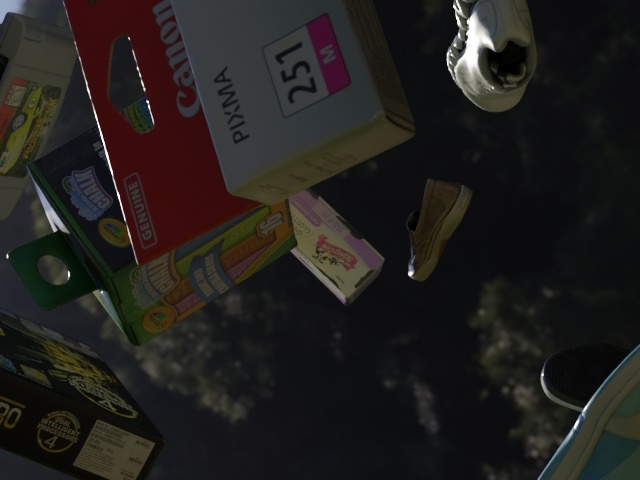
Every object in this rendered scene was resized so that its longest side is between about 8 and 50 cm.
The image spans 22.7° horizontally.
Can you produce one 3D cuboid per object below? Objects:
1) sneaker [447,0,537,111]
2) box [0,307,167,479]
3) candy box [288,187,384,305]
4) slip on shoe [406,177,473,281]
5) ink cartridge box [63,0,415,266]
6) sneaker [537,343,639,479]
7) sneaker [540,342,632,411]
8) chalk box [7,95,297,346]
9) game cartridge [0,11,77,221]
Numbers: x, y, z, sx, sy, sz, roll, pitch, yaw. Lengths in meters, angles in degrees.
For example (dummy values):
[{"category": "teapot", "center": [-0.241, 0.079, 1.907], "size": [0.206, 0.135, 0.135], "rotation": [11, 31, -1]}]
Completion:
[{"category": "sneaker", "center": [0.226, -0.229, 2.036], "size": [0.110, 0.118, 0.292], "rotation": [-18, -24, 0]}, {"category": "box", "center": [-0.408, 0.148, 1.896], "size": [0.097, 0.395, 0.318], "rotation": [-62, 28, 2]}, {"category": "candy box", "center": [0.000, 0.000, 2.040], "size": [0.070, 0.165, 0.196], "rotation": [-45, -4, -3]}, {"category": "slip on shoe", "center": [0.096, -0.011, 1.429], "size": [0.135, 0.041, 0.051], "rotation": [115, 178, -60]}, {"category": "ink cartridge box", "center": [-0.083, -0.152, 1.123], "size": [0.239, 0.275, 0.060], "rotation": [-25, -19, 22]}, {"category": "sneaker", "center": [0.376, 0.246, 1.737], "size": [0.127, 0.208, 0.319], "rotation": [-28, -30, -50]}, {"category": "sneaker", "center": [0.424, 0.225, 2.152], "size": [0.178, 0.296, 0.123], "rotation": [106, 168, -54]}, {"category": "chalk box", "center": [-0.196, -0.020, 1.751], "size": [0.289, 0.180, 0.179], "rotation": [-32, -27, -12]}, {"category": "game cartridge", "center": [-0.427, -0.161, 2.170], "size": [0.294, 0.060, 0.196], "rotation": [-66, -11, 7]}]
